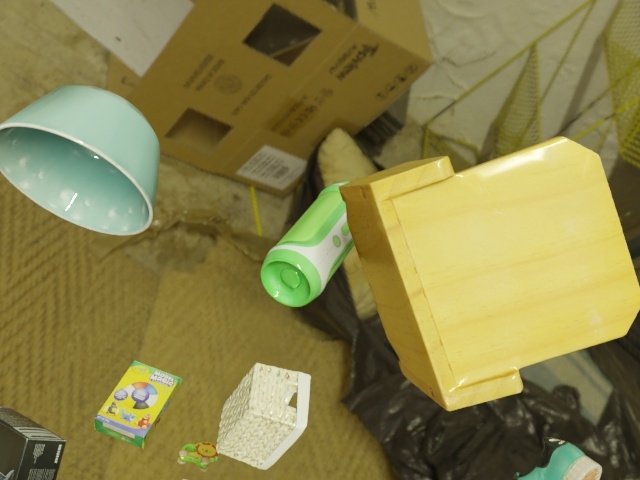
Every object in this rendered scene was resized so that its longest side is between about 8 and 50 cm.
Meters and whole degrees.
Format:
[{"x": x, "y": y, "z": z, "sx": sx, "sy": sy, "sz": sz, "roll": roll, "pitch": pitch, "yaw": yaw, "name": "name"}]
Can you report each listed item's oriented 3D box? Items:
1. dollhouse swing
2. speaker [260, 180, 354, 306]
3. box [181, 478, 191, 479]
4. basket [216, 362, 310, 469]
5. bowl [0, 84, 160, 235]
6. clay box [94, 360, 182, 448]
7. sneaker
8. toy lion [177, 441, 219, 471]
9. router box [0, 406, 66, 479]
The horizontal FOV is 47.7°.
[{"x": 0.246, "y": 0.025, "z": 1.113, "sx": 0.304, "sy": 0.315, "sz": 0.347, "roll": -22, "pitch": 97, "yaw": -8, "name": "dollhouse swing"}, {"x": 0.000, "y": 0.000, "z": 1.405, "sx": 0.131, "sy": 0.131, "sz": 0.296, "roll": 48, "pitch": 42, "yaw": -9, "name": "speaker"}, {"x": -0.270, "y": 0.576, "z": 1.249, "sx": 0.087, "sy": 0.290, "sz": 0.169, "roll": 31, "pitch": 15, "yaw": -45, "name": "box"}, {"x": -0.100, "y": 0.298, "z": 1.237, "sx": 0.103, "sy": 0.167, "sz": 0.113, "roll": 23, "pitch": 41, "yaw": -17, "name": "basket"}, {"x": -0.421, "y": -0.163, "z": 1.324, "sx": 0.311, "sy": 0.311, "sz": 0.163, "roll": 34, "pitch": 57, "yaw": -24, "name": "bowl"}, {"x": -0.430, "y": 0.379, "z": 1.738, "sx": 0.127, "sy": 0.053, "sz": 0.222, "roll": 19, "pitch": 40, "yaw": 5, "name": "clay box"}, {"x": 0.407, "y": 0.515, "z": 1.373, "sx": 0.108, "sy": 0.302, "sz": 0.121, "roll": 22, "pitch": 10, "yaw": -42, "name": "sneaker"}, {"x": -0.324, "y": 0.573, "z": 1.951, "sx": 0.100, "sy": 0.034, "sz": 0.096, "roll": 17, "pitch": 21, "yaw": 3, "name": "toy lion"}, {"x": -0.596, "y": 0.482, "z": 1.325, "sx": 0.081, "sy": 0.242, "sz": 0.309, "roll": 20, "pitch": 81, "yaw": -46, "name": "router box"}]
